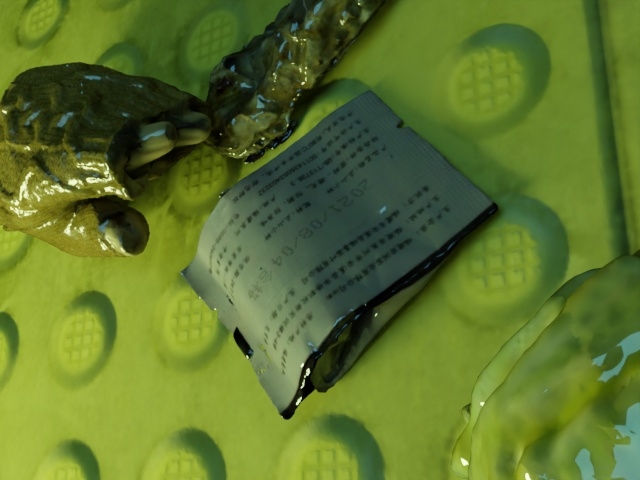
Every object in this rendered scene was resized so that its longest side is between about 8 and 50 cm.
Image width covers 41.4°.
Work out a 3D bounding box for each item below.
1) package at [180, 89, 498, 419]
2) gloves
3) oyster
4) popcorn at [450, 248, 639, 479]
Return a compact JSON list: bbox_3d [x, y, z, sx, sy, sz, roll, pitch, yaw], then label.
[{"bbox_3d":[0.000,0.000,0.732,0.251,0.062,0.204,-46,53,7],"label":"package"},{"bbox_3d":[-0.255,-0.081,0.869,0.356,0.155,0.203,-5,79,42],"label":"gloves"},{"bbox_3d":[-0.010,-0.223,0.825,0.345,0.078,0.129,-48,43,14],"label":"oyster"},{"bbox_3d":[0.196,0.129,0.417,0.293,0.293,0.237,-48,49,11],"label":"popcorn"}]
